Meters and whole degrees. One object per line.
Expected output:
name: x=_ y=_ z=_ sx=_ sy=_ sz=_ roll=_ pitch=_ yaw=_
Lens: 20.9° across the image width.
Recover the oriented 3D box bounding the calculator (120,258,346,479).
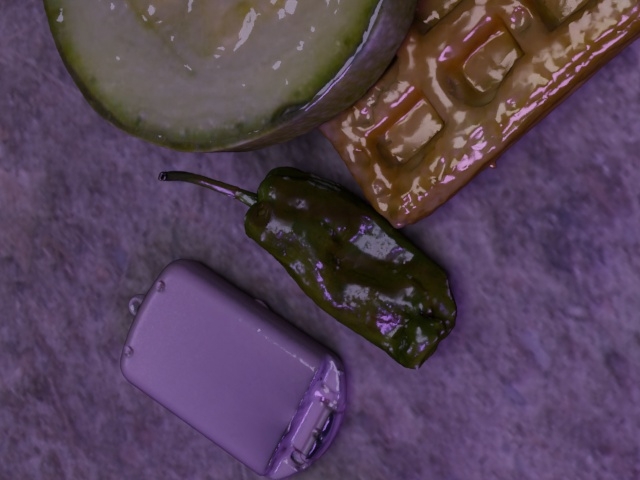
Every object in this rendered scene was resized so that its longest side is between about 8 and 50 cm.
calculator: x=-0.062 y=0.086 z=1.168 sx=0.175 sy=0.032 sz=0.100 roll=33 pitch=107 yaw=19

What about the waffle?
waffle: x=0.061 y=-0.166 z=1.078 sx=0.221 sy=0.055 sz=0.248 roll=-40 pitch=77 yaw=24

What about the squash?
squash: x=-0.061 y=-0.181 z=1.077 sx=0.252 sy=0.049 sz=0.252 roll=2 pitch=94 yaw=26

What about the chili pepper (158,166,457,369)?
chili pepper: x=0.001 y=-0.002 z=1.112 sx=0.204 sy=0.073 sz=0.072 roll=39 pitch=91 yaw=6
